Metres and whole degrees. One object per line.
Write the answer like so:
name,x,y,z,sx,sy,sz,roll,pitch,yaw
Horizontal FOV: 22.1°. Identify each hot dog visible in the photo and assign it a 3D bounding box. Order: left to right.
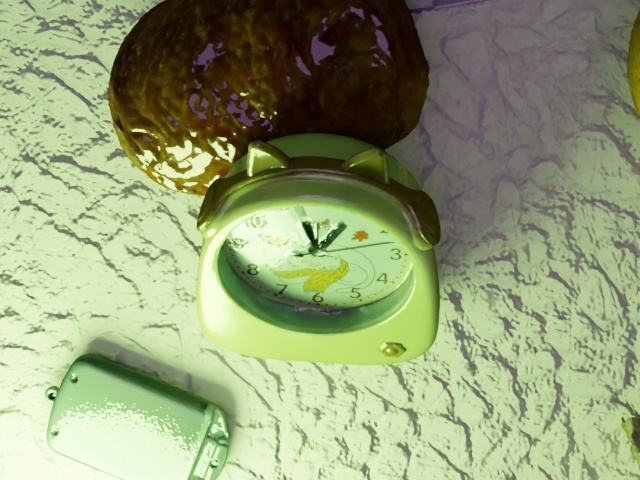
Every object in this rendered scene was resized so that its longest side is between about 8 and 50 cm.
hot dog,-0.060,-0.186,1.912,0.387,0.174,0.267,-15,101,22

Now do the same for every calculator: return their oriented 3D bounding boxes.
calculator,-0.235,0.237,2.073,0.246,0.045,0.141,21,102,2

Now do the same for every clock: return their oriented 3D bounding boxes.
clock,0.000,0.000,1.883,0.286,0.117,0.348,4,138,3

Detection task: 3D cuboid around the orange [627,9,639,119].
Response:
orange,0.490,-0.181,1.760,0.322,0.357,0.322,5,106,18

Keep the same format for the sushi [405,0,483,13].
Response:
sushi,0.071,-0.430,1.910,0.359,0.064,0.343,-8,99,8

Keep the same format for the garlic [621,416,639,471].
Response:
garlic,0.511,0.279,1.970,0.292,0.210,0.237,-2,66,11
